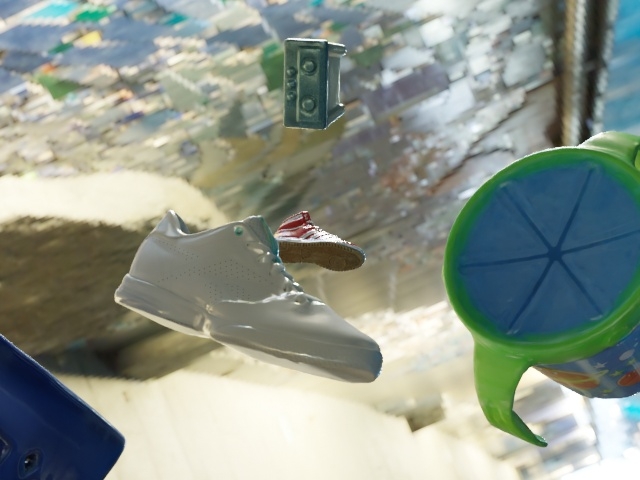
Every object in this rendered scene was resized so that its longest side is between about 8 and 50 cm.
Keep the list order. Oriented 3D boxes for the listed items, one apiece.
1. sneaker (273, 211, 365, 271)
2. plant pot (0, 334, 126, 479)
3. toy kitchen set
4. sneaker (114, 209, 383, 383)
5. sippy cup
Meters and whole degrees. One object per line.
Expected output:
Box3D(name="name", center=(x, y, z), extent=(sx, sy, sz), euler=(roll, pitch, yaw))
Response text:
Box3D(name="sneaker", center=(0.000, 0.000, 1.526), extent=(0.067, 0.118, 0.042), euler=(-66, 160, -53))
Box3D(name="plant pot", center=(-0.311, 0.139, 0.844), extent=(0.236, 0.212, 0.236), euler=(17, -20, 33))
Box3D(name="toy kitchen set", center=(-0.089, -0.192, 1.194), extent=(0.122, 0.207, 0.166), euler=(-31, 125, -66))
Box3D(name="sneaker", center=(-0.044, 0.032, 0.889), extent=(0.080, 0.212, 0.094), euler=(40, 71, -60))
Box3D(name="sippy cup", center=(0.278, 0.055, 1.356), extent=(0.224, 0.305, 0.240), euler=(43, 18, -49))
